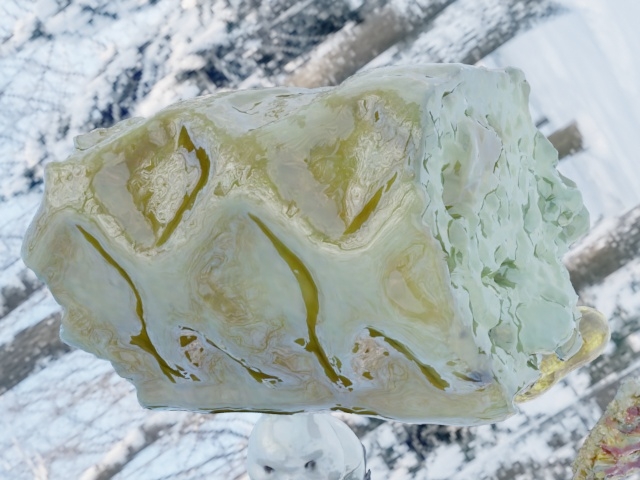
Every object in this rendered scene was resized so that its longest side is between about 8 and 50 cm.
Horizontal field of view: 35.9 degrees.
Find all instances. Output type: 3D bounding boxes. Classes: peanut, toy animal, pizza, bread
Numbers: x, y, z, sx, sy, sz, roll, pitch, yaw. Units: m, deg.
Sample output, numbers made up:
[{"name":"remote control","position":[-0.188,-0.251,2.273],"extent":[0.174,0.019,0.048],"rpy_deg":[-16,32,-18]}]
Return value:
[{"name":"peanut","position":[0.334,0.171,1.455],"extent":[0.087,0.206,0.087],"rpy_deg":[56,179,1]},{"name":"toy animal","position":[-0.028,0.350,1.690],"extent":[0.310,0.182,0.247],"rpy_deg":[57,-135,-60]},{"name":"pizza","position":[0.381,0.227,1.172],"extent":[0.062,0.188,0.199],"rpy_deg":[62,180,42]},{"name":"bread","position":[0.003,0.004,0.568],"extent":[0.238,0.252,0.196],"rpy_deg":[-15,-83,-51]}]
